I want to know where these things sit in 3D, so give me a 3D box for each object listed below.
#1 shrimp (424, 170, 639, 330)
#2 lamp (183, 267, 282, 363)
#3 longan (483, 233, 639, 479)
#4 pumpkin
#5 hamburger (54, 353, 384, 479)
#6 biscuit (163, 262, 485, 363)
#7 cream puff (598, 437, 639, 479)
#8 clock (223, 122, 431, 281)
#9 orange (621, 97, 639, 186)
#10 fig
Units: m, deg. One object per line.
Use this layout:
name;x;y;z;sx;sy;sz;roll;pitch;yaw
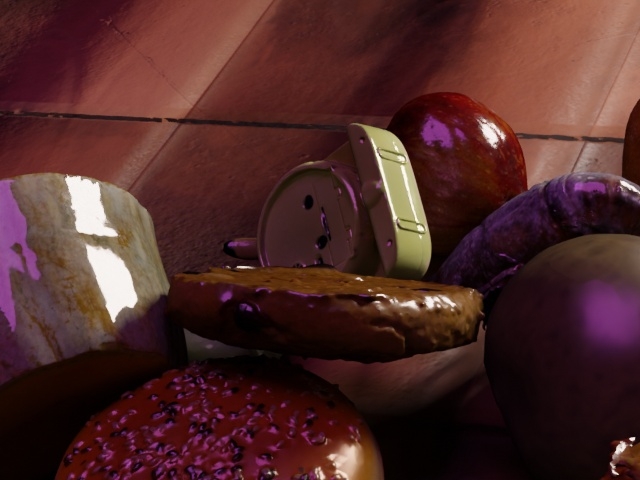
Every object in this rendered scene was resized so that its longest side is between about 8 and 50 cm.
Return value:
shrimp;0.181;0.036;1.822;0.343;0.145;0.116;-30;45;37
lamp;-0.119;0.089;1.907;0.193;0.106;0.106;-13;33;13
longan;0.254;0.109;1.647;0.246;0.215;0.246;-2;39;2
pumpkin;-0.283;0.111;1.745;0.332;0.332;0.199;-17;65;-8
hamburger;-0.087;0.221;1.627;0.300;0.176;0.300;-7;34;5
biscuit;0.005;0.067;1.696;0.296;0.075;0.296;3;3;0
cream puff;0.276;0.305;1.308;0.228;0.350;0.350;-45;19;31
clock;0.000;0.000;1.947;0.232;0.069;0.170;-31;63;34
orange;0.402;-0.067;1.839;0.264;0.264;0.264;-8;34;5
fig;0.155;-0.055;1.988;0.207;0.175;0.175;22;45;26
